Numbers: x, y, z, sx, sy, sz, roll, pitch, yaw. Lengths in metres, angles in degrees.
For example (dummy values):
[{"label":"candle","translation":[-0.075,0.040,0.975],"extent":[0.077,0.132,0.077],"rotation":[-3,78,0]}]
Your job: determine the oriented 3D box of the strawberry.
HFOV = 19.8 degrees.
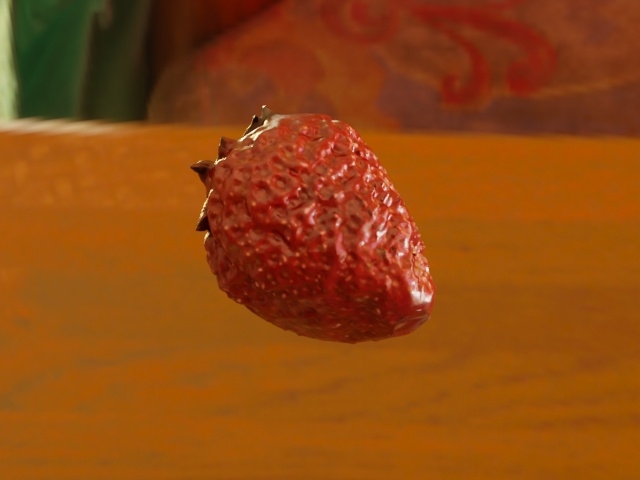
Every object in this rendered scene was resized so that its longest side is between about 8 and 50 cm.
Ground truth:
[{"label":"strawberry","translation":[-0.007,0.001,1.096],"extent":[0.131,0.131,0.148],"rotation":[-19,61,-16]}]
